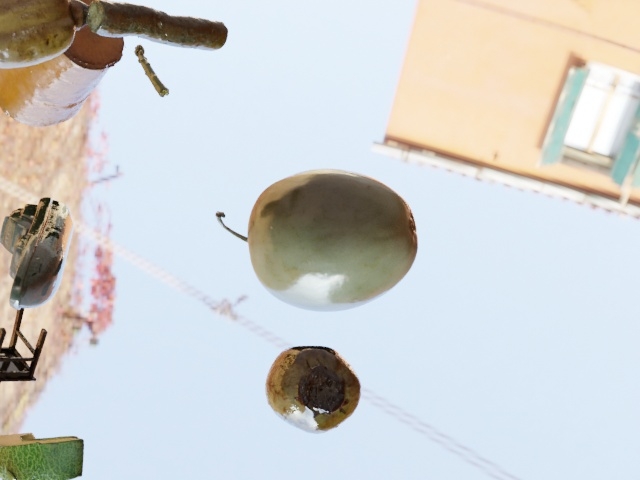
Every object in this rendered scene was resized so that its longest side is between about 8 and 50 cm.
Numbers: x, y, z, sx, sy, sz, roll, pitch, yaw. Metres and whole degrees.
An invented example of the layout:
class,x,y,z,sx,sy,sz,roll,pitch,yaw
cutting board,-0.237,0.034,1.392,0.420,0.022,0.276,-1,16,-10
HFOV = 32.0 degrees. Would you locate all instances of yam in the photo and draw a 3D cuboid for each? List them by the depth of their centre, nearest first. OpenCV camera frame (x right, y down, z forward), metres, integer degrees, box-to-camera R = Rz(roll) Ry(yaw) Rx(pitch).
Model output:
class,x,y,z,sx,sy,sz,roll,pitch,yaw
yam,-0.253,-0.338,1.774,0.252,0.061,0.061,0,-146,-46

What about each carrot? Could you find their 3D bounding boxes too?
class,x,y,z,sx,sy,sz,roll,pitch,yaw
carrot,-0.469,-0.332,1.982,0.196,0.254,0.196,13,-115,-30

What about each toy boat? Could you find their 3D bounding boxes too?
class,x,y,z,sx,sy,sz,roll,pitch,yaw
toy boat,-0.347,0.016,1.334,0.085,0.078,0.260,14,-160,-12

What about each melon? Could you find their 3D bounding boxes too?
class,x,y,z,sx,sy,sz,roll,pitch,yaw
melon,-0.434,0.320,1.657,0.118,0.064,0.209,-8,-179,-31
melon,0.014,0.000,1.917,0.271,0.272,0.308,-24,-162,-40

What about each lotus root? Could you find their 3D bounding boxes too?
class,x,y,z,sx,sy,sz,roll,pitch,yaw
lotus root,-0.013,0.209,1.621,0.138,0.138,0.214,9,-176,-6
lotus root,-0.450,-0.339,1.738,0.221,0.125,0.118,-25,-149,-29

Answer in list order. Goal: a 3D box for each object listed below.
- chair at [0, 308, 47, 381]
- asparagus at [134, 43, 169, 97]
class,x,y,z,sx,sy,sz,roll,pitch,yaw
chair,-0.507,0.209,1.743,0.084,0.213,0.101,6,-157,-41
asparagus,-0.200,-0.200,1.302,0.015,0.014,0.114,18,-152,-40
